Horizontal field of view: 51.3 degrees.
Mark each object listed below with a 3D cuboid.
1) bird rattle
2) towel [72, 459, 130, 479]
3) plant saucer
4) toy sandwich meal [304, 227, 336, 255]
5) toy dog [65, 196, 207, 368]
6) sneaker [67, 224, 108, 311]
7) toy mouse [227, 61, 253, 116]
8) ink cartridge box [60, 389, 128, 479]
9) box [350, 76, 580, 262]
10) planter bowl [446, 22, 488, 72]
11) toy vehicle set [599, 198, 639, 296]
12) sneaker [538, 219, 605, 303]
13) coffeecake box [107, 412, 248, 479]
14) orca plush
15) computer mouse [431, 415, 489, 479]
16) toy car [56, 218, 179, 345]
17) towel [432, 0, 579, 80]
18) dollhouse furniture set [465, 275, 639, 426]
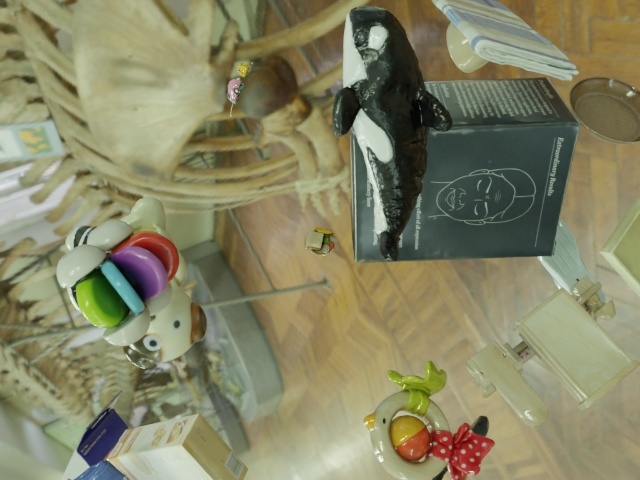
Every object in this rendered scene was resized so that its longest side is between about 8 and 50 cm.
[{"bbox_3d":[0.187,0.364,1.253,0.143,0.206,0.254,-31,83,59],"label":"bird rattle"},{"bbox_3d":[-0.327,0.518,1.033,0.336,0.243,0.040,56,168,-23],"label":"towel"},{"bbox_3d":[0.628,-0.275,1.445,0.199,0.198,0.036,57,157,26],"label":"plant saucer"},{"bbox_3d":[0.000,0.000,1.731,0.086,0.085,0.029,60,177,19],"label":"toy sandwich meal"},{"bbox_3d":[-0.486,0.155,1.833,0.408,0.284,0.395,53,155,40],"label":"toy dog"},{"bbox_3d":[-0.543,0.074,1.596,0.121,0.079,0.217,3,97,40],"label":"sneaker"},{"bbox_3d":[-0.216,-0.384,1.687,0.161,0.031,0.143,-91,22,-73],"label":"toy mouse"},{"bbox_3d":[-0.537,0.531,1.518,0.371,0.069,0.176,-63,-1,19],"label":"ink cartridge box"},{"bbox_3d":[0.254,-0.136,1.296,0.212,0.395,0.294,-89,-3,-54],"label":"box"},{"bbox_3d":[0.464,-0.589,1.967,0.109,0.162,0.162,-10,104,45],"label":"planter bowl"},{"bbox_3d":[0.800,0.050,1.596,0.267,0.166,0.035,43,169,-16],"label":"toy vehicle set"},{"bbox_3d":[0.546,0.053,1.517,0.258,0.094,0.091,61,179,-1],"label":"sneaker"},{"bbox_3d":[-0.240,0.375,1.117,0.185,0.068,0.142,-20,116,32],"label":"coffeecake box"},{"bbox_3d":[0.093,-0.120,0.753,0.102,0.151,0.287,2,91,39],"label":"orca plush"},{"bbox_3d":[0.341,0.533,1.640,0.041,0.242,0.071,38,176,13],"label":"computer mouse"},{"bbox_3d":[-0.275,0.050,0.977,0.159,0.136,0.182,58,-153,-18],"label":"toy car"},{"bbox_3d":[0.300,-0.371,1.165,0.285,0.209,0.034,-111,36,-46],"label":"towel"},{"bbox_3d":[0.426,0.248,1.249,0.174,0.303,0.355,52,171,23],"label":"dollhouse furniture set"}]
